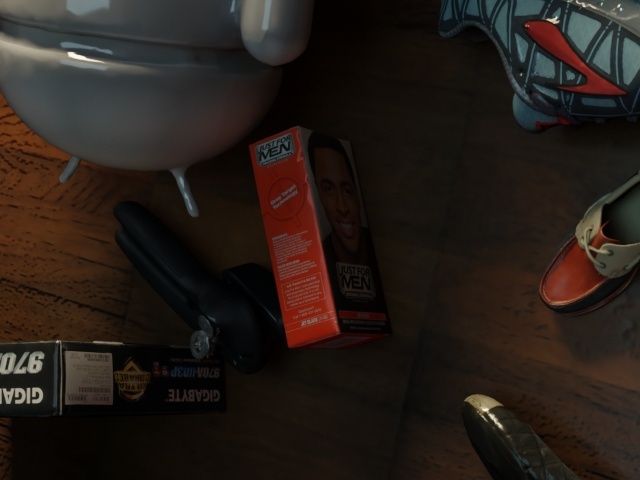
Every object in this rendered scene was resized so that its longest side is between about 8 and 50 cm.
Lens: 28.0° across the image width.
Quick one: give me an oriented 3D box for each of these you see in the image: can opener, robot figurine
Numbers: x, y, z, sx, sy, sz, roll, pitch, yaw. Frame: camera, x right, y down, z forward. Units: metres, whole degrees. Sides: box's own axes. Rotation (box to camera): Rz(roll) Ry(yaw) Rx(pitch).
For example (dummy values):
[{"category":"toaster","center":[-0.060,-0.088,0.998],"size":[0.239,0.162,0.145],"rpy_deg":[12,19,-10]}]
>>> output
[{"category":"can opener","center":[-0.094,0.033,0.932],"size":[0.186,0.073,0.059],"rpy_deg":[34,130,36]},{"category":"robot figurine","center":[-0.116,-0.199,0.860],"size":[0.300,0.200,0.353],"rpy_deg":[18,107,43]}]

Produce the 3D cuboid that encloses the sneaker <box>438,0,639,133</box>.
[{"category":"sneaker","center":[0.173,-0.108,0.763],"size":[0.262,0.104,0.125],"rpy_deg":[43,118,36]}]

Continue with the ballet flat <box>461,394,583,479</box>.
[{"category":"ballet flat","center":[0.151,0.153,0.776],"size":[0.049,0.057,0.173],"rpy_deg":[-36,61,-20]}]

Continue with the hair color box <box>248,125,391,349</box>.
[{"category":"hair color box","center":[0.000,0.000,0.861],"size":[0.043,0.072,0.141],"rpy_deg":[-19,76,29]}]

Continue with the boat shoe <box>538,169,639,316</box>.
[{"category":"boat shoe","center":[0.179,-0.005,0.767],"size":[0.137,0.043,0.049],"rpy_deg":[-44,67,22]}]

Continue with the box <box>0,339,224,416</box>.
[{"category":"box","center":[-0.207,0.102,0.920],"size":[0.220,0.175,0.051],"rpy_deg":[-5,81,31]}]
